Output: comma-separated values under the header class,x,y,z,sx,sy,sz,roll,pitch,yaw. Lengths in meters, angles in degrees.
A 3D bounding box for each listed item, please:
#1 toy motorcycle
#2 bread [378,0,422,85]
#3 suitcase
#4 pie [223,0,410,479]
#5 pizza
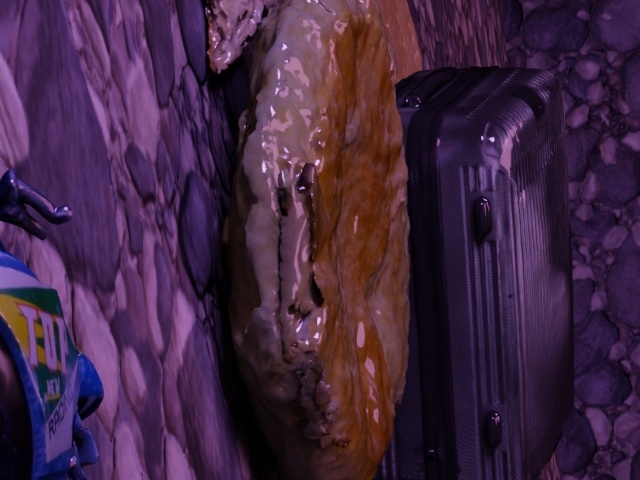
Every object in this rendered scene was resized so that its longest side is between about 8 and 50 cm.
class,x,y,z,sx,sy,sz,roll,pitch,yaw
toy motorcycle,-0.096,0.052,0.539,0.254,0.092,0.136,75,0,-72
bread,0.031,-0.186,1.443,0.316,0.054,0.316,-9,90,-80
suitcase,0.103,0.037,1.312,0.202,0.128,0.312,-42,130,-65
pie,0.000,0.000,1.055,0.306,0.071,0.306,-4,90,-75
pizza,-0.048,-0.190,1.096,0.262,0.034,0.181,-73,153,-65
